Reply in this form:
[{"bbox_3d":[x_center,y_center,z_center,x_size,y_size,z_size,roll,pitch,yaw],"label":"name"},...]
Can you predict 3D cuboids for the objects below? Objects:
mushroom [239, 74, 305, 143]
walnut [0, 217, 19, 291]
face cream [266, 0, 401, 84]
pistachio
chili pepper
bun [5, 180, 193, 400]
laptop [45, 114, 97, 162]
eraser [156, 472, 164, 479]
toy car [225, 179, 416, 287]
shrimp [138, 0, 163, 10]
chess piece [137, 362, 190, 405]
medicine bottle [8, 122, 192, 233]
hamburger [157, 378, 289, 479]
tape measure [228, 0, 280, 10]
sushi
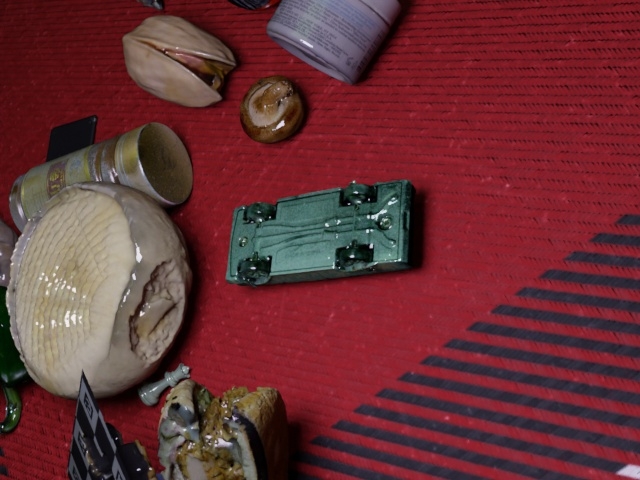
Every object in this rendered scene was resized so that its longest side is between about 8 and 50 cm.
[{"bbox_3d":[-0.085,-0.222,1.733,0.127,0.087,0.127,-14,59,26],"label":"mushroom"},{"bbox_3d":[-0.663,0.057,1.942,0.224,0.224,0.224,-14,63,29],"label":"walnut"},{"bbox_3d":[0.020,-0.358,1.664,0.177,0.177,0.153,34,93,39],"label":"face cream"},{"bbox_3d":[-0.254,-0.325,1.856,0.229,0.157,0.157,25,85,27],"label":"pistachio"},{"bbox_3d":[-0.584,0.213,1.839,0.174,0.261,0.165,-16,27,-17],"label":"chili pepper"},{"bbox_3d":[-0.350,0.086,1.708,0.364,0.202,0.364,-11,73,37],"label":"bun"},{"bbox_3d":[-0.503,-0.158,2.038,0.129,0.016,0.180,-12,63,29],"label":"laptop"},{"bbox_3d":[-0.272,0.412,1.619,0.225,0.036,0.082,-14,63,29],"label":"eraser"},{"bbox_3d":[0.000,0.000,1.572,0.321,0.097,0.141,-8,66,30],"label":"toy car"},{"bbox_3d":[-0.303,-0.569,2.047,0.247,0.085,0.360,-47,48,20],"label":"shrimp"},{"bbox_3d":[-0.253,0.233,1.684,0.093,0.042,0.042,-33,55,13],"label":"chess piece"},{"bbox_3d":[-0.402,-0.096,1.855,0.322,0.151,0.151,-16,62,28],"label":"medicine bottle"},{"bbox_3d":[-0.133,0.302,1.462,0.168,0.288,0.192,1,28,8],"label":"hamburger"},{"bbox_3d":[-0.092,-0.538,1.826,0.253,0.114,0.260,16,78,55],"label":"tape measure"},{"bbox_3d":[-0.271,0.402,1.486,0.343,0.064,0.359,59,148,26],"label":"sushi"}]
